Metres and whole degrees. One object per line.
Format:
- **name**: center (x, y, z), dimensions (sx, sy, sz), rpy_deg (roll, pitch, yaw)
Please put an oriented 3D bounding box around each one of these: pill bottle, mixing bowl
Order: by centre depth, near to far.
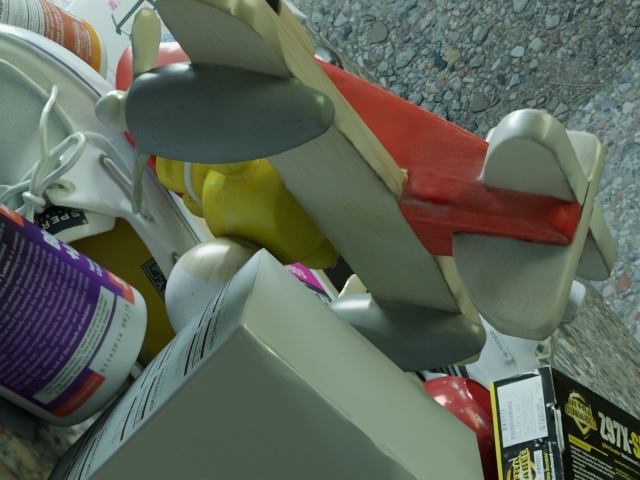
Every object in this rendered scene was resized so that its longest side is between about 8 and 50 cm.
- **pill bottle**: center (-0.216, 0.032, 0.879), dimensions (0.193, 0.108, 0.108), rpy_deg (36, 16, -31)
- **pill bottle**: center (-0.305, -0.178, 1.221), dimensions (0.216, 0.121, 0.121), rpy_deg (24, 24, -49)
- **mixing bowl**: center (0.147, 0.208, 1.429), dimensions (0.181, 0.098, 0.181), rpy_deg (40, 15, -13)

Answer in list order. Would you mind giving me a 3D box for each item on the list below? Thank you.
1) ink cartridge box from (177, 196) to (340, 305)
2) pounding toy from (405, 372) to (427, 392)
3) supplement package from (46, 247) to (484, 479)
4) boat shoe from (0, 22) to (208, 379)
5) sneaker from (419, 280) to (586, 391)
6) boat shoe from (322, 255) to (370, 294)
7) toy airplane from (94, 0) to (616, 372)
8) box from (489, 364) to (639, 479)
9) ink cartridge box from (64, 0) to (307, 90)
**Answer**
- **ink cartridge box**: center (-0.066, 0.056, 1.287), dimensions (0.235, 0.088, 0.193), rpy_deg (26, 24, -51)
- **pounding toy**: center (0.070, 0.217, 1.211), dimensions (0.181, 0.094, 0.206), rpy_deg (37, 24, -45)
- **supplement package**: center (-0.038, 0.154, 0.830), dimensions (0.194, 0.203, 0.149), rpy_deg (42, 14, -10)
- **boat shoe**: center (-0.199, -0.017, 1.073), dimensions (0.367, 0.136, 0.156), rpy_deg (54, 17, 1)
- **sneaker**: center (0.260, 0.158, 1.658), dimensions (0.366, 0.210, 0.137), rpy_deg (50, 15, 22)
- **boat shoe**: center (0.000, 0.000, 1.550), dimensions (0.355, 0.130, 0.132), rpy_deg (38, 15, -23)
- **toy airplane**: center (0.010, -0.018, 0.971), dimensions (0.386, 0.272, 0.384), rpy_deg (41, -11, -9)
- **box**: center (0.298, 0.300, 1.407), dimensions (0.322, 0.079, 0.257), rpy_deg (30, 46, -44)
- **ink cartridge box**: center (-0.167, -0.229, 1.534), dimensions (0.168, 0.232, 0.171), rpy_deg (47, 13, 9)
